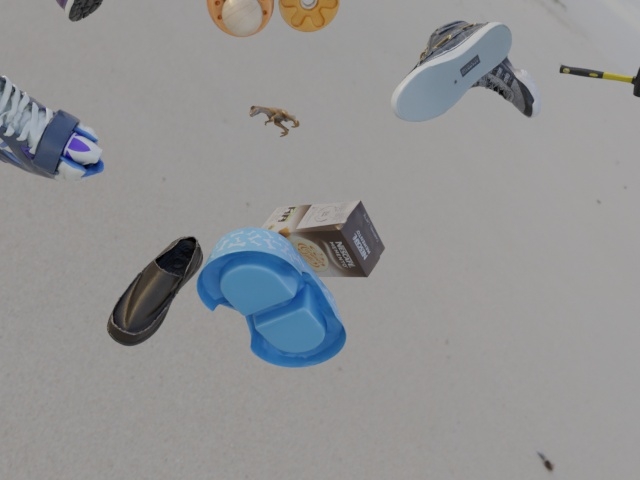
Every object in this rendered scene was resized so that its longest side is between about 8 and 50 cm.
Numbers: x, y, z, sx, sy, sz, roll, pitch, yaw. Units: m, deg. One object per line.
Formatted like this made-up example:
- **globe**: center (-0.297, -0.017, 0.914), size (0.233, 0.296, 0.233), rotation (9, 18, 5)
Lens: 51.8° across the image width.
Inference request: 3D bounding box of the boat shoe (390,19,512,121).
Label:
- **boat shoe**: center (0.143, -0.209, 0.808), size (0.083, 0.183, 0.065), rotation (33, -26, 52)

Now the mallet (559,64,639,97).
- **mallet**: center (0.594, -0.349, 1.360), size (0.190, 0.062, 0.039), rotation (23, 39, 21)

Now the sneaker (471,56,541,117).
- **sneaker**: center (0.439, -0.405, 1.696), size (0.268, 0.153, 0.101), rotation (59, -10, 12)

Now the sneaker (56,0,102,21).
- **sneaker**: center (-0.451, -0.540, 1.224), size (0.124, 0.283, 0.107), rotation (51, 46, -6)

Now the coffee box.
- **coffee box**: center (0.000, 0.000, 1.469), size (0.098, 0.246, 0.141), rotation (-54, 126, -36)

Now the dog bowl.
- **dog bowl**: center (-0.073, 0.093, 1.069), size (0.297, 0.166, 0.074), rotation (52, 24, -37)

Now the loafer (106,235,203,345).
- **loafer**: center (-0.264, 0.068, 1.054), size (0.080, 0.078, 0.220), rotation (28, 55, 2)

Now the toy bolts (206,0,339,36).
- **toy bolts**: center (-0.046, -0.400, 0.984), size (0.218, 0.228, 0.158), rotation (10, 36, -21)

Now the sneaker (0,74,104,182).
- **sneaker**: center (-0.478, -0.199, 1.083), size (0.236, 0.130, 0.323), rotation (14, -19, 7)

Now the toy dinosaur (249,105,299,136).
- **toy dinosaur**: center (-0.102, -0.343, 1.821), size (0.211, 0.064, 0.112), rotation (1, 47, -53)
